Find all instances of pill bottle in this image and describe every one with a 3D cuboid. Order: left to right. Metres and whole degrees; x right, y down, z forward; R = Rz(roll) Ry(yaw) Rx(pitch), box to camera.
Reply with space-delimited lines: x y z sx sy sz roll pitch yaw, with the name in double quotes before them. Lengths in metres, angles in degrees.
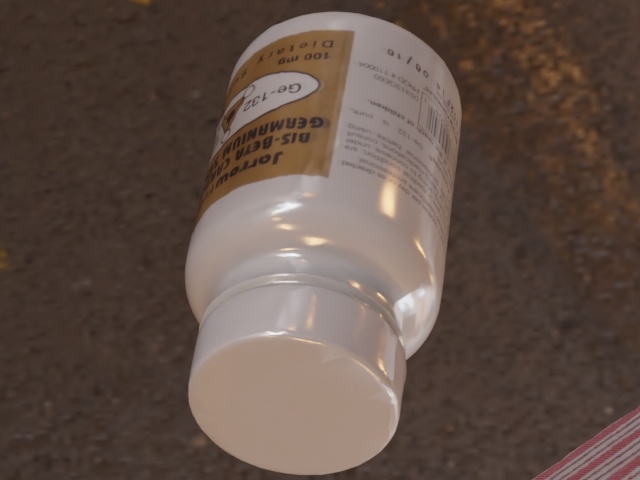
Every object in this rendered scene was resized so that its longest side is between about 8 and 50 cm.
"pill bottle" 0.000 0.000 1.009 0.131 0.131 0.229 45 35 -30

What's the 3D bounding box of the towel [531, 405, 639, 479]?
"towel" 0.101 0.082 0.624 0.144 0.197 0.029 -32 87 -12
